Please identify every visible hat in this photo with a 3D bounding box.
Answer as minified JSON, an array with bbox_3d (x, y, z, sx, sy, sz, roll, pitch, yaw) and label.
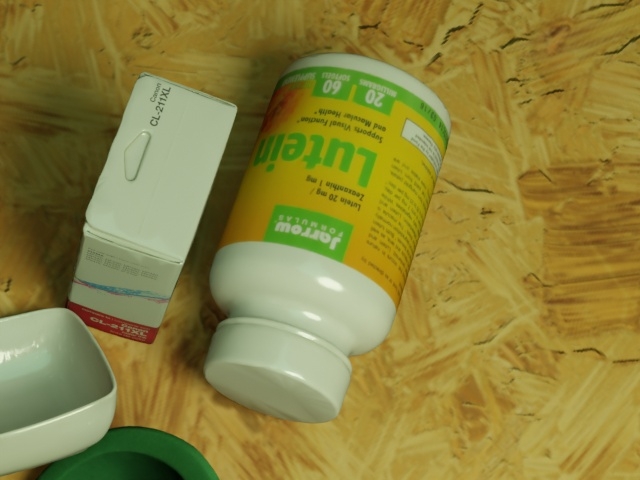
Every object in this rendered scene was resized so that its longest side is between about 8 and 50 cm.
[{"bbox_3d":[-0.083,0.236,1.218,0.209,0.183,0.173,10,76,35],"label":"hat"}]

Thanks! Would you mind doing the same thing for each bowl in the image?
[{"bbox_3d":[-0.215,0.111,1.193,0.142,0.053,0.142,-14,31,-18],"label":"bowl"}]

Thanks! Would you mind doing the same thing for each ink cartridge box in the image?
[{"bbox_3d":[-0.121,-0.018,1.223,0.072,0.175,0.127,20,67,-5],"label":"ink cartridge box"}]

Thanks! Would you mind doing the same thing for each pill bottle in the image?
[{"bbox_3d":[0.000,0.000,1.265,0.136,0.136,0.245,20,66,-5],"label":"pill bottle"}]
